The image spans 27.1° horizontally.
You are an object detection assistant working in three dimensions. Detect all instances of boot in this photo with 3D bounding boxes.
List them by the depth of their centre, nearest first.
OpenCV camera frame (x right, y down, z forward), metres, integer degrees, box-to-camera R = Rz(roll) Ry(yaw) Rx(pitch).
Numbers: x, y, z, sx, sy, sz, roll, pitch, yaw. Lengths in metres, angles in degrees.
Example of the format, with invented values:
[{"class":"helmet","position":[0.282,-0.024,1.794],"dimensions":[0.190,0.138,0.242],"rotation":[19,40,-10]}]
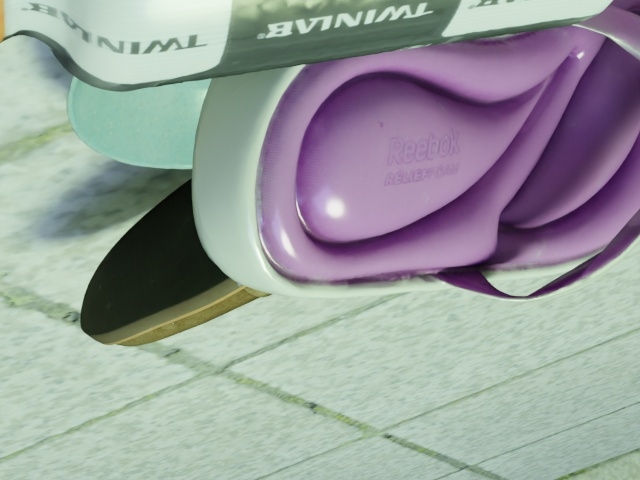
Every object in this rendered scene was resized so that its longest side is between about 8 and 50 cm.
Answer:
[{"class":"boot","position":[0.000,0.000,0.767],"dimensions":[0.305,0.112,0.115],"rotation":[-27,131,19]}]

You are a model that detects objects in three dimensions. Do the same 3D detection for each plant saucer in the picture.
[{"class":"plant saucer","position":[-0.030,-0.097,0.639],"dimensions":[0.195,0.037,0.195],"rotation":[-16,159,-6]}]

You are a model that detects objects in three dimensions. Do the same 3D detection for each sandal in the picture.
[{"class":"sandal","position":[0.117,-0.042,0.632],"dimensions":[0.416,0.102,0.169],"rotation":[-18,120,-43]}]

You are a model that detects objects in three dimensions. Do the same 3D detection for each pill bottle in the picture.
[{"class":"pill bottle","position":[-0.022,-0.121,0.447],"dimensions":[0.245,0.130,0.130],"rotation":[-12,159,-19]}]
